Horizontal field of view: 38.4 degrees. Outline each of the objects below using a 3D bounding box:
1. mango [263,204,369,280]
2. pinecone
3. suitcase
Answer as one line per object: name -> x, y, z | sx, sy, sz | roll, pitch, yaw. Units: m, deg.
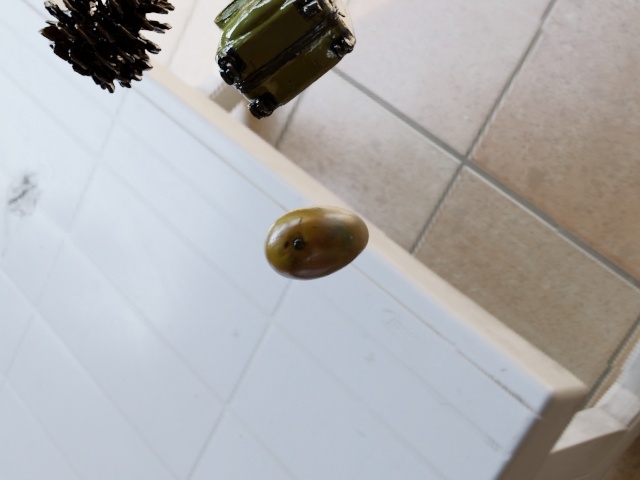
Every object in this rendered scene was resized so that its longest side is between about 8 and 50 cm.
mango -> 0.002, 0.000, 1.142 | 0.111, 0.163, 0.090 | -11, 92, 51
pinecone -> -0.273, -0.295, 1.224 | 0.165, 0.163, 0.163 | -43, 60, 10
suitcase -> -0.057, -0.308, 1.360 | 0.194, 0.143, 0.235 | -35, 25, 16
